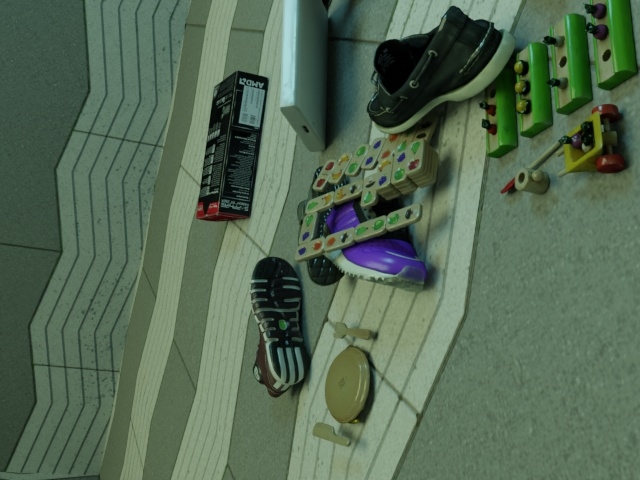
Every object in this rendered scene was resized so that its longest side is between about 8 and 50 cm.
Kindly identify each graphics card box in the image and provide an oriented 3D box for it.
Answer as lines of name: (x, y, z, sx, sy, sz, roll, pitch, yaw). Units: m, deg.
graphics card box: (-0.235, -0.237, 2.128, 0.233, 0.094, 0.371, 176, 101, -68)

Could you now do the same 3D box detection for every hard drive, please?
hard drive: (-0.029, -0.353, 1.578, 0.203, 0.040, 0.308, 48, -139, -66)

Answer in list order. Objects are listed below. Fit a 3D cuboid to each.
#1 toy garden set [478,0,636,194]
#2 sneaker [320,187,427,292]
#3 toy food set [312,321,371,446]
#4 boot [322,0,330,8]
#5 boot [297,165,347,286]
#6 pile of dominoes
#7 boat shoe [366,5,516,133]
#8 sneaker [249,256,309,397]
toy garden set: (0.253, -0.147, 0.929, 0.244, 0.049, 0.204, 145, 130, -61)
sneaker: (0.081, -0.021, 1.243, 0.293, 0.102, 0.146, 33, 107, 65)
toy food set: (0.048, 0.234, 1.323, 0.132, 0.038, 0.192, 0, 76, 61)
boot: (0.001, -0.534, 1.733, 0.087, 0.042, 0.119, 48, 127, 55)
boot: (0.000, 0.000, 1.492, 0.161, 0.083, 0.247, 119, 157, -55)
pile of dominoes: (0.061, -0.087, 1.215, 0.251, 0.040, 0.196, -20, 46, 37)
boat shoe: (0.130, -0.239, 1.138, 0.127, 0.113, 0.340, -60, 16, -9)
sneaker: (-0.104, 0.182, 1.625, 0.162, 0.106, 0.281, 120, 150, -49)
